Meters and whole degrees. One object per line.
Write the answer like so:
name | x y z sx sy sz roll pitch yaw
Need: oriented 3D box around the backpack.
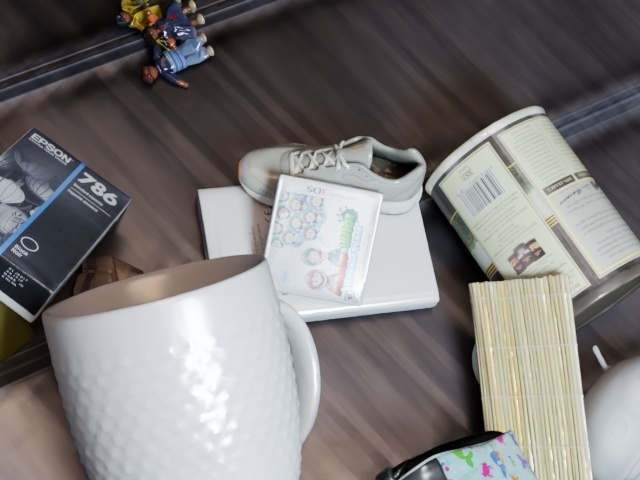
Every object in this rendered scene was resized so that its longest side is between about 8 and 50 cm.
backpack | 0.162 0.342 1.659 0.191 0.225 0.253 54 34 13

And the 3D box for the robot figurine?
robot figurine | 0.480 0.282 1.773 0.353 0.199 0.300 32 57 4

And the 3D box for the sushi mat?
sushi mat | 0.272 0.205 1.762 0.019 0.151 0.316 1 82 -54

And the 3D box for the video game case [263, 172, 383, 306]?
video game case | 0.000 0.000 1.817 0.143 0.019 0.157 10 96 -6

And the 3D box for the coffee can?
coffee can | 0.302 -0.017 1.867 0.202 0.201 0.275 -28 75 -20

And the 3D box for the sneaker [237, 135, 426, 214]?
sneaker | 0.020 -0.106 1.850 0.263 0.121 0.099 2 65 -9

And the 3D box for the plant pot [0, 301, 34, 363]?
plant pot | -0.502 0.075 1.678 0.212 0.187 0.212 -40 79 -22

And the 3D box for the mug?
mug | -0.129 0.197 1.661 0.374 0.276 0.328 -22 101 -50

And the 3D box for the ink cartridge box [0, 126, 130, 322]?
ink cartridge box | -0.351 -0.041 1.715 0.165 0.065 0.332 36 28 -6

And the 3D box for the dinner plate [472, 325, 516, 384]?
dinner plate | 0.266 0.176 1.814 0.141 0.141 0.017 38 40 6

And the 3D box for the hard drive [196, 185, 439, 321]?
hard drive | -0.005 0.011 1.884 0.308 0.040 0.203 -6 68 -14

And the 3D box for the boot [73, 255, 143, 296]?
boot | -0.285 0.077 1.805 0.087 0.042 0.118 8 64 -1

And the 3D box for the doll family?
doll family | -0.237 -0.310 1.961 0.111 0.076 0.193 -31 79 -26
